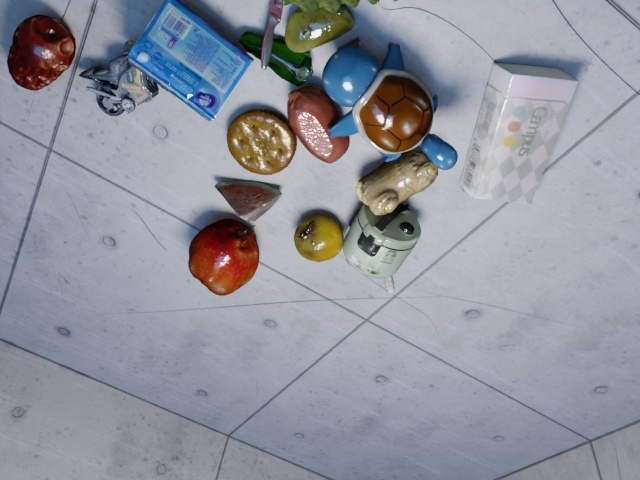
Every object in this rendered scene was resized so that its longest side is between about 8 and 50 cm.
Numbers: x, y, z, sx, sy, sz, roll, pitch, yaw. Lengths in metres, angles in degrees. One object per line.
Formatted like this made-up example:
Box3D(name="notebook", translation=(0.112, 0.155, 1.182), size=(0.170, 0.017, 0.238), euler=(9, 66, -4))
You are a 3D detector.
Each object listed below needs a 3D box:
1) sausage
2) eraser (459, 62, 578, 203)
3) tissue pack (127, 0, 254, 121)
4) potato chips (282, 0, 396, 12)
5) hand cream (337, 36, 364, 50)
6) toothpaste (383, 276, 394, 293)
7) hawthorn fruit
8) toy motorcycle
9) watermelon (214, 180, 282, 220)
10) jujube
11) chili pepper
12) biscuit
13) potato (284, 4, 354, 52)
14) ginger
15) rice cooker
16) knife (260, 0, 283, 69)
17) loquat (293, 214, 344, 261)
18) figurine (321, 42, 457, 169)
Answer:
Box3D(name="sausage", translation=(-0.005, -0.332, 1.470), size=(0.148, 0.148, 0.254), euler=(-23, 123, 26))
Box3D(name="eraser", translation=(0.544, -0.289, 1.445), size=(0.213, 0.082, 0.396), euler=(6, 131, 4))
Box3D(name="tissue pack", translation=(-0.345, -0.476, 1.358), size=(0.263, 0.146, 0.198), euler=(34, 87, -21))
Box3D(name="potato chips", translation=(0.106, -0.621, 1.096), size=(0.373, 0.389, 0.097), euler=(-40, 80, 37))
Box3D(name="hand cream", translation=(0.125, -0.451, 1.409), size=(0.067, 0.043, 0.209), euler=(-21, 119, 26))
Box3D(name="toothpaste", translation=(0.243, 0.123, 1.894), size=(0.048, 0.031, 0.190), euler=(-7, 127, 20))
Box3D(name="hawthorn fruit", translation=(-0.313, 0.041, 1.777), size=(0.254, 0.254, 0.300), euler=(40, 123, -23))
Box3D(name="toy motorcycle", translation=(-0.546, -0.471, 1.470), size=(0.307, 0.108, 0.173), euler=(-14, 118, 22))
Box3D(name="watermelon", translation=(-0.245, -0.145, 1.673), size=(0.207, 0.202, 0.136), euler=(26, 91, -16))
Box3D(name="jujube", translation=(-0.790, -0.520, 1.433), size=(0.230, 0.155, 0.155), euler=(-27, 122, 34))
Box3D(name="chili pepper", translation=(-0.122, -0.498, 1.395), size=(0.216, 0.062, 0.108), euler=(26, 130, -10))
Box3D(name="biscuit", translation=(-0.179, -0.303, 1.573), size=(0.220, 0.066, 0.220), euler=(4, 128, 6))
Box3D(name="potato", translation=(-0.006, -0.551, 1.315), size=(0.188, 0.085, 0.105), euler=(-10, 130, 12))
Box3D(name="ginger", translation=(0.230, -0.170, 1.529), size=(0.276, 0.221, 0.130), euler=(-21, 115, 35))
Box3D(name="rice cooker", translation=(0.196, -0.014, 1.660), size=(0.226, 0.226, 0.244), euler=(21, 134, -9))
Box3D(name="knife", translation=(-0.121, -0.567, 1.317), size=(0.035, 0.018, 0.247), euler=(12, 113, -9))
Box3D(name="loquat", translation=(0.000, 0.000, 1.751), size=(0.172, 0.149, 0.204), euler=(-22, 138, 24))
Box3D(name="figurine", translation=(0.181, -0.333, 1.354), size=(0.416, 0.243, 0.298), euler=(39, 110, -6))
